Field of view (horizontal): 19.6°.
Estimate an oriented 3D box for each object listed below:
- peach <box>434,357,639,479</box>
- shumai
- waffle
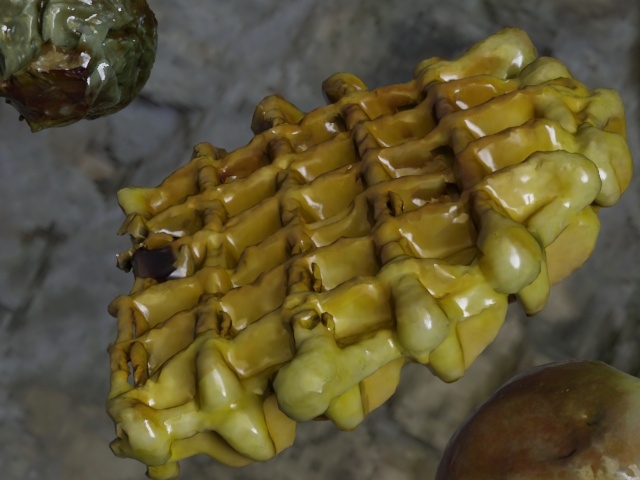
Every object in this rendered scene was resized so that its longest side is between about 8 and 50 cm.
[{"bbox_3d":[0.159,0.193,1.113,0.214,0.214,0.235,121,-6,-76],"label":"peach"},{"bbox_3d":[-0.142,-0.099,1.035,0.099,0.124,0.087,-38,-138,24],"label":"shumai"},{"bbox_3d":[0.001,0.001,0.802,0.283,0.065,0.309,0,-149,45],"label":"waffle"}]
